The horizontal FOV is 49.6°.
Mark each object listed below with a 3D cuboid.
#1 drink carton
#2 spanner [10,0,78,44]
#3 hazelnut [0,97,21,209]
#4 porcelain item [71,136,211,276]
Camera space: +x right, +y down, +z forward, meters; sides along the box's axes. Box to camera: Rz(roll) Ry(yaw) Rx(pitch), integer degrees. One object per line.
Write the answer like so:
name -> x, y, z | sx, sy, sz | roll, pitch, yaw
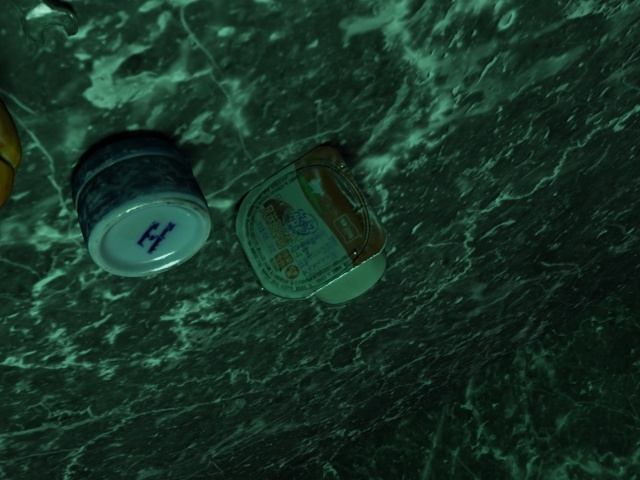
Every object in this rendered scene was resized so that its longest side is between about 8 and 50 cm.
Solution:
drink carton -> 0.000, 0.000, 1.019 | 0.191, 0.185, 0.189 | -34, 160, 6
spanner -> -0.285, -0.244, 0.558 | 0.054, 0.015, 0.254 | -31, 149, 4
hazelnut -> -0.355, -0.080, 0.619 | 0.182, 0.182, 0.182 | -20, 149, -13
porcelain item -> -0.212, -0.041, 0.822 | 0.147, 0.114, 0.147 | -19, 147, -13
